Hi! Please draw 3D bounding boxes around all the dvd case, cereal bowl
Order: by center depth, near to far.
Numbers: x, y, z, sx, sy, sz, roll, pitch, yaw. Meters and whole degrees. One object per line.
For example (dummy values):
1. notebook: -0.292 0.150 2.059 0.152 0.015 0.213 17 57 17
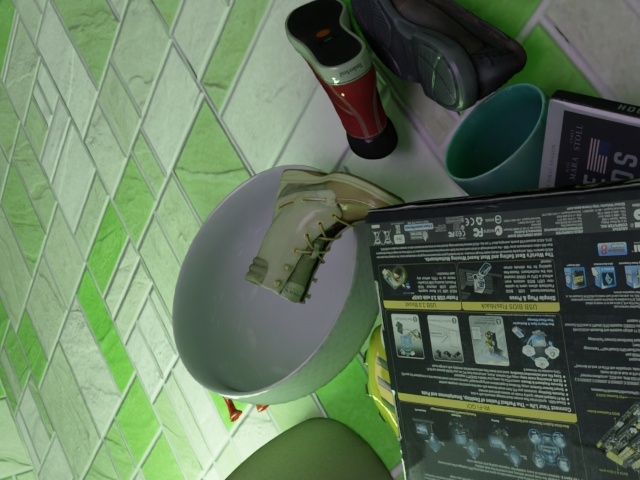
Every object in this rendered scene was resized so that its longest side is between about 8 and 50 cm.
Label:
1. dvd case: 0.315 -0.028 0.842 0.239 0.029 0.179 18 127 28
2. cereal bowl: -0.042 0.071 1.286 0.339 0.141 0.338 -20 56 34

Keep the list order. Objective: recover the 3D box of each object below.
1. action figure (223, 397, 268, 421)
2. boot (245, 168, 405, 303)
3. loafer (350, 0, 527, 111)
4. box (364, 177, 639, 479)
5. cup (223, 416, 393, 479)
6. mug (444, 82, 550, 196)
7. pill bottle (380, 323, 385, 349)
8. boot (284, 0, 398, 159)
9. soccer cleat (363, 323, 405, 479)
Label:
1. action figure: -0.160 0.147 1.556 0.280 0.092 0.139 62 147 20
2. boot: 0.000 0.000 1.131 0.213 0.077 0.165 10 75 50
3. loafer: 0.129 -0.243 1.087 0.302 0.095 0.109 -125 16 -50
4. box: 0.222 0.108 0.843 0.395 0.097 0.318 -5 94 50
5. cup: -0.058 0.454 1.375 0.331 0.237 0.330 18 113 51
6. mug: 0.216 -0.083 0.962 0.129 0.097 0.158 -52 26 -1
7. pill bottle: 0.179 0.128 1.074 0.221 0.121 0.121 21 115 48
8. boot: 0.031 -0.209 1.223 0.244 0.088 0.176 -111 -4 -52
9. soccer cleat: 0.141 0.240 1.187 0.121 0.093 0.289 -20 84 44
